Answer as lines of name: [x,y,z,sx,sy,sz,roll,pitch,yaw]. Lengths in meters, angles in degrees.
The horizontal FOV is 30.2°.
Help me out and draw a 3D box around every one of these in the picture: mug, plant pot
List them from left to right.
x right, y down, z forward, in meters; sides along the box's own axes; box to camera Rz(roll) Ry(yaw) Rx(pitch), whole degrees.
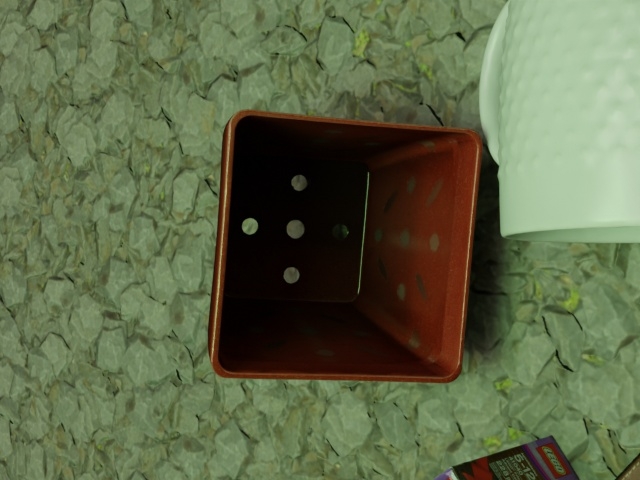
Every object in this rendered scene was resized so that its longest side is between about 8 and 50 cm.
plant pot: [0.000,0.000,1.309,0.236,0.267,0.267,-160,74,-74]
mug: [0.275,-0.165,1.112,0.374,0.276,0.328,-5,84,61]

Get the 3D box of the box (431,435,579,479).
box: [0.240,0.345,1.174,0.057,0.201,0.293,-44,66,31]

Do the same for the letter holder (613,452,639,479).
letter holder: [0.408,0.240,1.072,0.214,0.152,0.302,48,118,25]
